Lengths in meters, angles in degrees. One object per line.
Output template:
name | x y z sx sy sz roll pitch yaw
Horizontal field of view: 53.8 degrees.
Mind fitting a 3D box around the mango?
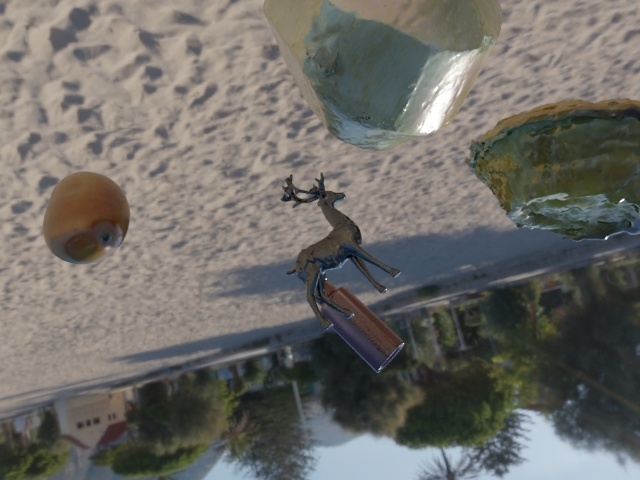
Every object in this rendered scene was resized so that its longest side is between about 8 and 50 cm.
mango | -0.422 -0.050 1.142 0.152 0.221 0.120 -17 133 0

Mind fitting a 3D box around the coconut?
coconut | 0.064 -0.229 0.640 0.259 0.259 0.259 -14 171 -2

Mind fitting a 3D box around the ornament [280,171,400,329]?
ornament | 0.000 0.000 0.490 0.073 0.125 0.028 -35 160 2

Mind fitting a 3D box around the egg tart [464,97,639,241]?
egg tart | 0.384 -0.090 0.941 0.346 0.132 0.345 8 165 2

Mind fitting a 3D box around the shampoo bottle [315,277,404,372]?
shampoo bottle | 0.076 0.193 1.521 0.102 0.260 0.064 -56 158 20
